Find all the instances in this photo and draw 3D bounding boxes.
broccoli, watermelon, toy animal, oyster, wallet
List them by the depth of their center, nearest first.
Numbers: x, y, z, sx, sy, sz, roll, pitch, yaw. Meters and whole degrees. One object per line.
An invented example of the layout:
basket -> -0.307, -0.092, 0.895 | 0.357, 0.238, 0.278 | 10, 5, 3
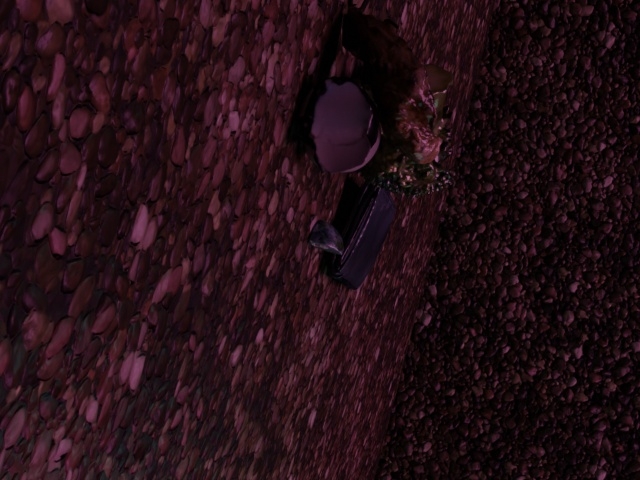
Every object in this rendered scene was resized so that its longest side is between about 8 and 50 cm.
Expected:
toy animal -> 0.030, -0.181, 1.693 | 0.166, 0.138, 0.179 | -63, 174, -4
oyster -> 0.108, -0.272, 1.722 | 0.094, 0.294, 0.166 | -30, 161, -19
broccoli -> 0.148, -0.214, 1.902 | 0.235, 0.288, 0.260 | -34, 158, -5
watermelon -> 0.000, 0.000, 1.980 | 0.061, 0.085, 0.085 | -47, -172, 39
wallet -> 0.090, -0.012, 2.264 | 0.342, 0.075, 0.237 | 39, 73, -78

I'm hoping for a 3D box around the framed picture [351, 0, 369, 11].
framed picture -> 0.086, -0.506, 1.804 | 0.199, 0.010, 0.195 | 89, 21, -51
